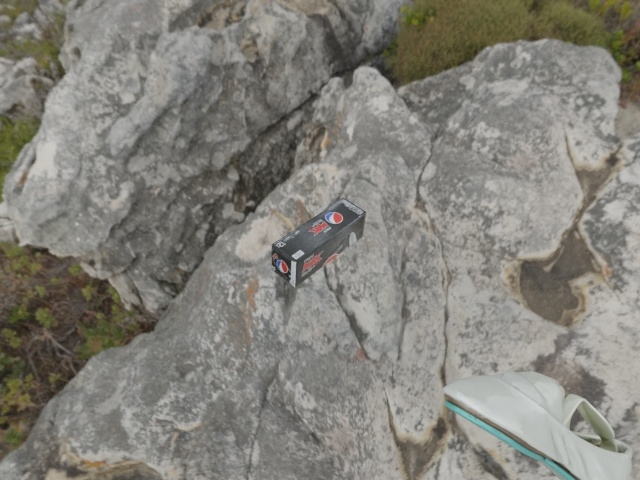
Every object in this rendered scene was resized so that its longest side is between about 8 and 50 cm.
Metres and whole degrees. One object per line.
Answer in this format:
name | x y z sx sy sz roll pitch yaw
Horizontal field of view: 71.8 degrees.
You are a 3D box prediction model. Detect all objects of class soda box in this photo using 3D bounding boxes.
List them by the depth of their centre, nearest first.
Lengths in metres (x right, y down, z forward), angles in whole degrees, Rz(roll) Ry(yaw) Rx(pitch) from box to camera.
soda box | 0.000 0.000 0.701 0.053 0.060 0.169 33 49 28

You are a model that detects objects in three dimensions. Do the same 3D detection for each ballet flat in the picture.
ballet flat | 0.348 0.281 0.685 0.400 0.139 0.139 36 63 -20
